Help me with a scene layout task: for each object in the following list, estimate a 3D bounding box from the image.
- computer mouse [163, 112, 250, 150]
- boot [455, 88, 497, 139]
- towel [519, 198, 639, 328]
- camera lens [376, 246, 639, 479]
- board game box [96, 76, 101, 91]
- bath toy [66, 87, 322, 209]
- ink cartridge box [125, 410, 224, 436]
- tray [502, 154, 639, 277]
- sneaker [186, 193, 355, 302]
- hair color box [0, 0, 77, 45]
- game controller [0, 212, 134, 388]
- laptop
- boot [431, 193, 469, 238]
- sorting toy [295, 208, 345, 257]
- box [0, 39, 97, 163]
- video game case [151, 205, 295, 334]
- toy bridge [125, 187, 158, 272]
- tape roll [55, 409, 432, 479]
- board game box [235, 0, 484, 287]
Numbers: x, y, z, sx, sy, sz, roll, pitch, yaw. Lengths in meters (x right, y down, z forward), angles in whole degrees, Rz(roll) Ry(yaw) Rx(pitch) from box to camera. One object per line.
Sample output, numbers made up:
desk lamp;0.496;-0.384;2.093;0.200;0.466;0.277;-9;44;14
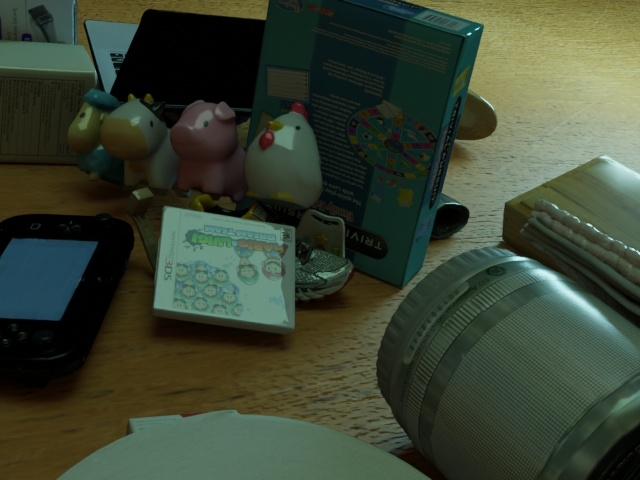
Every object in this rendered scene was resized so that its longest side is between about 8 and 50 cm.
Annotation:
computer mouse;-0.155;-0.198;1.681;0.184;0.060;0.262;33;27;19
boot;0.222;-0.272;1.946;0.295;0.104;0.211;21;28;27
towel;0.364;0.119;1.058;0.317;0.053;0.332;45;-1;-31
camera lens;0.207;0.155;0.977;0.219;0.219;0.274;-8;33;-34
board game box;-0.339;-0.218;1.700;0.154;0.026;0.103;30;32;31
bath toy;-0.151;-0.121;1.350;0.348;0.129;0.151;8;-7;29
ink cartridge box;-0.107;0.211;0.925;0.099;0.056;0.135;-1;29;-24
tray;0.460;0.028;1.434;0.203;0.076;0.411;-25;43;-27
sneaker;-0.068;0.009;1.295;0.225;0.092;0.088;16;27;7
hair color box;-0.527;-0.291;1.567;0.339;0.185;0.110;1;29;-11
game controller;-0.305;0.050;1.150;0.166;0.067;0.319;10;26;-3
laptop;-0.123;-0.312;1.600;0.382;0.236;0.408;1;37;-22
boot;0.082;-0.066;1.540;0.190;0.076;0.208;-13;42;-35
sorting toy;0.000;0.000;1.357;0.083;0.075;0.045;18;28;12
box;-0.474;-0.194;1.472;0.311;0.148;0.121;1;28;-23
video game case;-0.105;0.032;1.207;0.157;0.019;0.143;9;52;-13
toy bridge;-0.170;0.022;1.249;0.026;0.063;0.188;-20;61;-45
tape roll;-0.032;0.281;0.735;0.392;0.072;0.392;11;37;-8
board game box;0.038;-0.141;1.357;0.254;0.336;0.079;22;29;18
